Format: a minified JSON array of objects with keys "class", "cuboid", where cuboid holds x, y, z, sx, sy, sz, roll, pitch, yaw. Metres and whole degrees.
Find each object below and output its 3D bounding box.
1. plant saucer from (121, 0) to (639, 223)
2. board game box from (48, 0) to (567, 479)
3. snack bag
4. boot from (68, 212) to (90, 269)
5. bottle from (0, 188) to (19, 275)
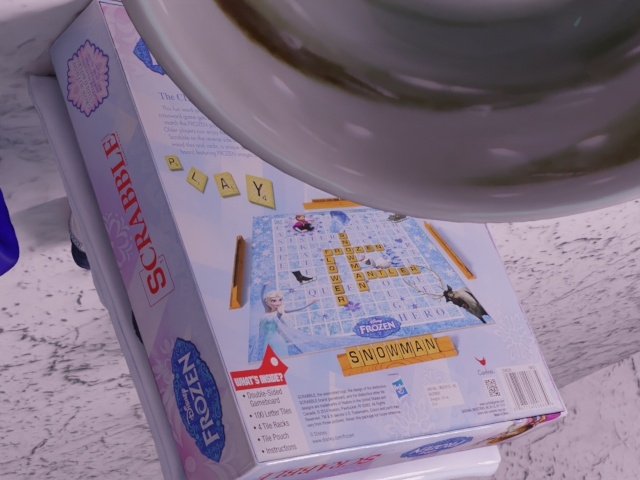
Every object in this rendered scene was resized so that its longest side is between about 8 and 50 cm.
[{"class":"plant saucer","cuboid":[0.091,-0.191,0.665,0.401,0.100,0.400,1,130,1]},{"class":"board game box","cuboid":[0.000,0.000,0.929,0.319,0.318,0.066,1,152,-47]},{"class":"snack bag","cuboid":[-0.028,0.036,0.962,0.323,0.342,0.037,-1,152,-47]},{"class":"boot","cuboid":[-0.122,-0.019,1.159,0.190,0.069,0.086,-7,166,-14]},{"class":"bottle","cuboid":[-0.363,0.024,0.960,0.283,0.092,0.118,-20,168,0]}]
